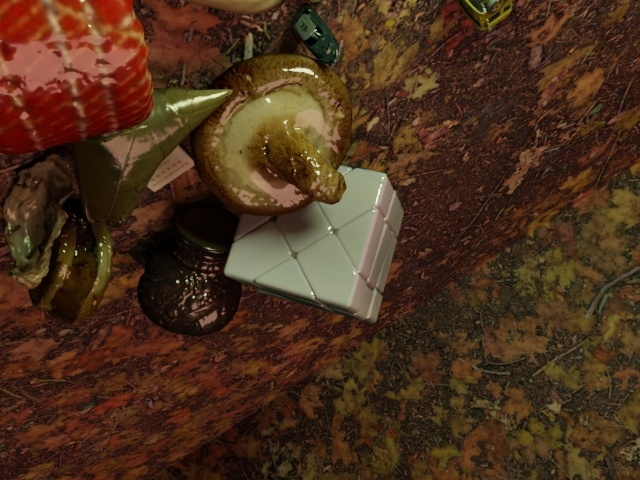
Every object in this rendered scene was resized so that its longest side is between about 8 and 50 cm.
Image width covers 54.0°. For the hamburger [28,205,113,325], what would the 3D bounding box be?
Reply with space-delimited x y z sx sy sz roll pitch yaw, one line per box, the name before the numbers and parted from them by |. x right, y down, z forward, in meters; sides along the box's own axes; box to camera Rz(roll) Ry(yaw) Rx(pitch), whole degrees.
hamburger | -0.557 0.068 1.406 0.132 0.211 0.309 7 137 -41

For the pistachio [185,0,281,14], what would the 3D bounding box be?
pistachio | -0.152 -0.436 1.027 0.223 0.126 0.152 -8 -179 -33

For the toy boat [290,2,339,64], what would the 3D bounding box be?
toy boat | -0.005 -0.392 1.213 0.055 0.141 0.060 -44 157 26

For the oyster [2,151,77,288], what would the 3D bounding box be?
oyster | -0.556 -0.047 1.268 0.294 0.166 0.094 -46 160 26

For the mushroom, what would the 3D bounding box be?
mushroom | -0.101 -0.214 1.298 0.345 0.345 0.239 -20 -179 -15

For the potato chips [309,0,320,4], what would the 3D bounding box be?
potato chips | -0.006 -0.501 1.159 0.209 0.026 0.142 -18 147 -24

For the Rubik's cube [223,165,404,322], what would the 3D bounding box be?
Rubik's cube | 0.000 0.000 1.526 0.316 0.321 0.319 40 65 -68

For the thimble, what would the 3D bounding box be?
thimble | -0.383 -0.291 0.842 0.230 0.350 0.350 -20 151 -21

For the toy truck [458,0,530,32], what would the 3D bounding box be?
toy truck | 0.421 -0.567 1.339 0.272 0.124 0.157 -35 162 5

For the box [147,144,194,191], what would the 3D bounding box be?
box | -0.368 -0.191 1.330 0.122 0.032 0.220 -33 151 4

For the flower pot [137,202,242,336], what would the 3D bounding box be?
flower pot | -0.308 0.064 1.590 0.266 0.266 0.267 -5 134 -37

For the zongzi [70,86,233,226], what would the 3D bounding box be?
zongzi | -0.317 -0.162 1.208 0.300 0.145 0.274 -6 130 -17
